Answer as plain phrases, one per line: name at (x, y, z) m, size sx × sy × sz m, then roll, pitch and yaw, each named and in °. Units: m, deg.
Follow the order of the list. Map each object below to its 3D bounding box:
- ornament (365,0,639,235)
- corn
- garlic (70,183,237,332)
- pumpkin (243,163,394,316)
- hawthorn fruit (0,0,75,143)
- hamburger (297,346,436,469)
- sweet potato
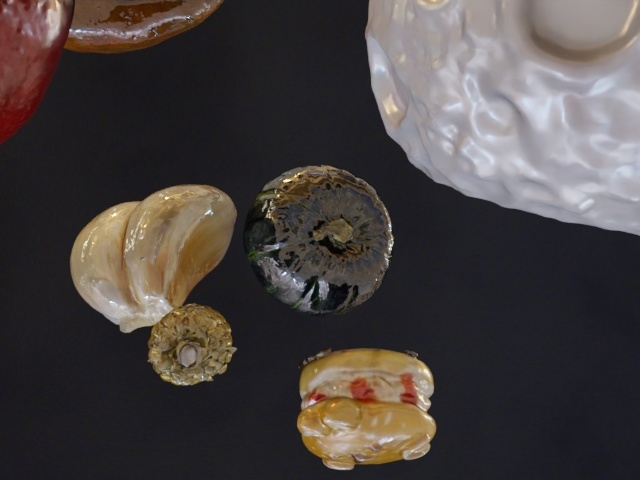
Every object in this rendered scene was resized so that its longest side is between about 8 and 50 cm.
ornament at (0.204, -0.172, 0.499) m, size 0.337 × 0.337 × 0.337 m, roll 6°, pitch -105°, yaw -24°
corn at (-0.181, 0.142, 0.987) m, size 0.115 × 0.318 × 0.115 m, roll 1°, pitch -94°, yaw -7°
garlic at (-0.302, 0.014, 1.295) m, size 0.249 × 0.286 × 0.313 m, roll 39°, pitch -134°, yaw -25°
pumpkin at (0.000, 0.000, 1.446) m, size 0.323 × 0.241 × 0.323 m, roll 7°, pitch -106°, yaw -27°
hawthorn fruit at (-0.359, -0.227, 0.625) m, size 0.265 × 0.265 × 0.307 m, roll 25°, pitch -84°, yaw -18°
hamburger at (0.079, 0.320, 1.298) m, size 0.302 × 0.261 × 0.186 m, roll 55°, pitch -151°, yaw -49°
sweet potato at (-0.310, -0.335, 1.035) m, size 0.359 × 0.112 × 0.112 m, roll 3°, pitch -106°, yaw 5°
